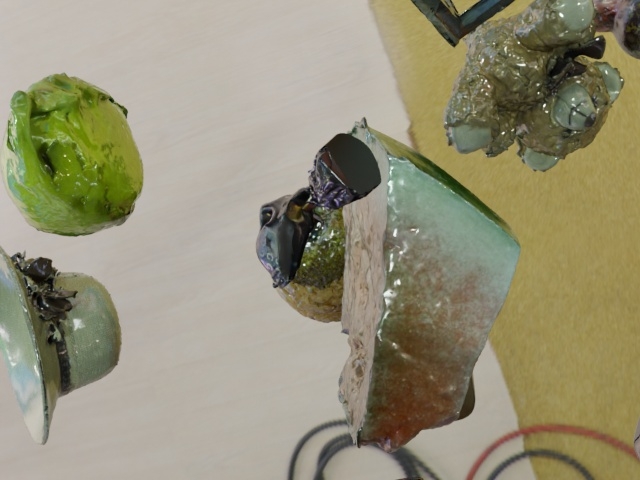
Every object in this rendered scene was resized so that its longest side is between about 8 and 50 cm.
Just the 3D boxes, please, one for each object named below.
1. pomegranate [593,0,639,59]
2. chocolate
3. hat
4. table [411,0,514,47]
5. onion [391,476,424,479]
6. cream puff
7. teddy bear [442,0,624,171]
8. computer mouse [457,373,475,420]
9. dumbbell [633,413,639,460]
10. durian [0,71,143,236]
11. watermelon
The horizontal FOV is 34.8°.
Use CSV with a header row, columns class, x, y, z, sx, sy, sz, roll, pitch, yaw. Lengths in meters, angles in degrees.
class,x,y,z,sx,sy,sz,roll,pitch,yaw
pomegranate,0.446,-0.324,1.428,0.163,0.125,0.138,11,67,-12
chocolate,-0.015,-0.026,0.863,0.070,0.072,0.147,18,133,-36
hat,-0.320,0.113,1.274,0.130,0.257,0.257,-14,105,-26
table,0.111,-0.396,0.829,0.272,0.222,0.335,-34,57,19
onion,0.091,0.289,0.635,0.314,0.232,0.314,24,126,38
cream puff,0.000,0.000,1.342,0.183,0.169,0.183,-11,61,21
teddy bear,0.306,-0.208,1.425,0.256,0.156,0.267,34,107,-32
computer mouse,0.181,0.171,1.531,0.102,0.045,0.199,-13,72,33
dumbbell,0.449,0.185,1.117,0.124,0.140,0.225,27,142,4
durian,-0.218,-0.072,0.888,0.101,0.250,0.139,-15,99,8
watermelon,0.100,0.034,1.009,0.151,0.264,0.302,2,95,-6
